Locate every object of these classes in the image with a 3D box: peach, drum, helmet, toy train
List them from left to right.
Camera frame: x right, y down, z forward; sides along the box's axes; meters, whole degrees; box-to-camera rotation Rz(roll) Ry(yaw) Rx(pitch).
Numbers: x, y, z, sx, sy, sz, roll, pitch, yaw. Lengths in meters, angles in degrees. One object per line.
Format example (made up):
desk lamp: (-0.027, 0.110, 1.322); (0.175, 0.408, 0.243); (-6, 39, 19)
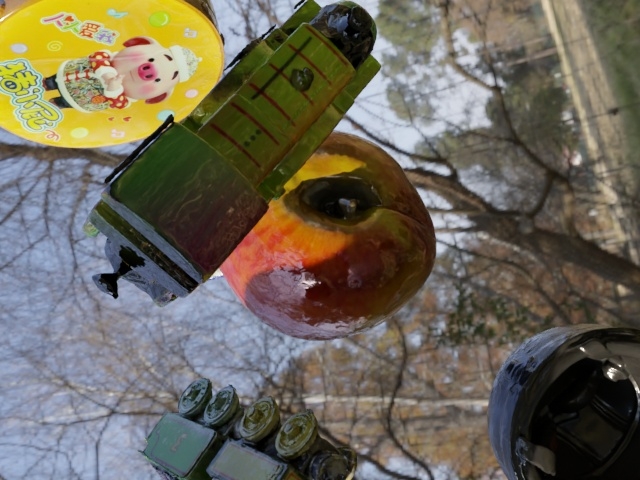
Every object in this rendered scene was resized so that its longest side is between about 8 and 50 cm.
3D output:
drum: (-0.380, -0.354, 1.303); (0.431, 0.431, 0.214); (34, -146, -62)
toy train: (-0.056, 0.148, 0.536); (0.060, 0.202, 0.081); (46, -114, -25)
toy train: (-0.054, -0.076, 0.586); (0.100, 0.160, 0.296); (43, -119, -9)
peach: (0.000, 0.000, 0.918); (0.281, 0.281, 0.238); (48, -133, -54)
helmet: (0.306, 0.207, 0.890); (0.279, 0.230, 0.160); (36, 178, -18)

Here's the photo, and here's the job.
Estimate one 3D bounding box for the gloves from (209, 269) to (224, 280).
gloves: (-0.193, 0.044, 1.425); (0.026, 0.086, 0.064); (44, -143, -41)
